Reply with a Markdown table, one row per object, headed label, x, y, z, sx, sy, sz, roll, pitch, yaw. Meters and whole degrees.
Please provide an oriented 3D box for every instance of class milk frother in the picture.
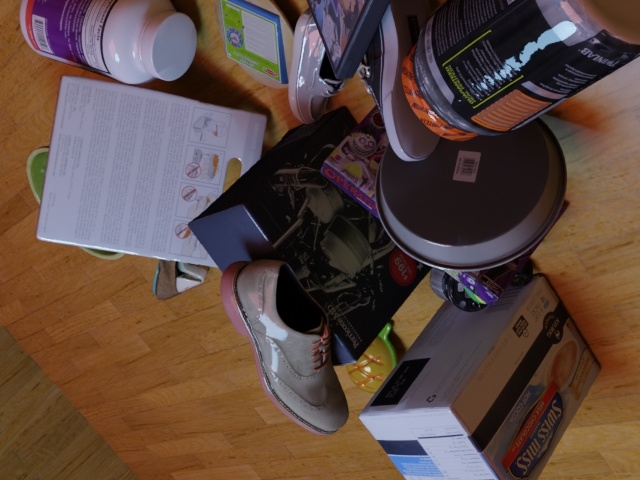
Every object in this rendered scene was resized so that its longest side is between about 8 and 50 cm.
| label | x | y | z | sx | sy | sz | roll | pitch | yaw |
| --- | --- | --- | --- | --- | --- | --- | --- | --- | --- |
| milk frother | 0.283 | 0.062 | 1.831 | 0.143 | 0.129 | 0.135 | 16 | -176 | -9 |

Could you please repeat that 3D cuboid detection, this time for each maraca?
| label | x | y | z | sx | sy | sz | roll | pitch | yaw |
| --- | --- | --- | --- | --- | --- | --- | --- | --- | --- |
| maraca | 0.106 | 0.234 | 2.177 | 0.127 | 0.099 | 0.186 | 6 | 105 | 34 |

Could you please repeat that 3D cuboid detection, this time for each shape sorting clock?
| label | x | y | z | sx | sy | sz | roll | pitch | yaw |
| --- | --- | --- | --- | --- | --- | --- | --- | --- | --- |
| shape sorting clock | -0.109 | -0.359 | 1.815 | 0.206 | 0.040 | 0.206 | 32 | 143 | 29 |

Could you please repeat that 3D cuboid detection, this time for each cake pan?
| label | x | y | z | sx | sy | sz | roll | pitch | yaw |
| --- | --- | --- | --- | --- | --- | --- | --- | --- | --- |
| cake pan | 0.219 | -0.099 | 1.554 | 0.293 | 0.293 | 0.054 | 25 | 167 | 25 |

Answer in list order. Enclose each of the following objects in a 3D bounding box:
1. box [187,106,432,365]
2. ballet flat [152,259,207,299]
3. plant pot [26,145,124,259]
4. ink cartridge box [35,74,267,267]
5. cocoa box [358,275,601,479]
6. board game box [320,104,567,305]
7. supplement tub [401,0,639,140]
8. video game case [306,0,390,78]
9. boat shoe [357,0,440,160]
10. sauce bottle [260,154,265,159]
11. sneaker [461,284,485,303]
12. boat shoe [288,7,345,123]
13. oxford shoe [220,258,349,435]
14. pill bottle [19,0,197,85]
| label | x | y | z | sx | sy | sz | roll | pitch | yaw |
| --- | --- | --- | --- | --- | --- | --- | --- | --- | --- |
| box | 0.000 | 0.000 | 1.846 | 0.179 | 0.312 | 0.343 | -15 | 116 | 50 |
| ballet flat | -0.320 | 0.036 | 2.394 | 0.124 | 0.116 | 0.342 | 16 | 136 | 5 |
| plant pot | -0.420 | -0.143 | 2.159 | 0.276 | 0.254 | 0.276 | 26 | 140 | 24 |
| ink cartridge box | -0.317 | -0.125 | 1.950 | 0.385 | 0.308 | 0.091 | 10 | -177 | -12 |
| cocoa box | 0.285 | 0.265 | 1.811 | 0.231 | 0.347 | 0.228 | -15 | 116 | 50 |
| board game box | 0.198 | -0.081 | 1.660 | 0.347 | 0.208 | 0.056 | 38 | 154 | 7 |
| supplement tub | 0.271 | -0.272 | 1.386 | 0.207 | 0.207 | 0.338 | 49 | 143 | -8 |
| video game case | 0.038 | -0.417 | 1.499 | 0.275 | 0.035 | 0.248 | 119 | 138 | -54 |
| boat shoe | 0.107 | -0.267 | 1.559 | 0.105 | 0.113 | 0.306 | -9 | 92 | 54 |
| sauce bottle | -0.122 | -0.025 | 2.113 | 0.111 | 0.111 | 0.344 | 32 | 142 | 15 |
| sneaker | 0.217 | -0.009 | 1.746 | 0.295 | 0.109 | 0.123 | 60 | 146 | 29 |
| boat shoe | 0.000 | -0.282 | 1.756 | 0.081 | 0.079 | 0.227 | 30 | 140 | 25 |
| oxford shoe | -0.033 | 0.182 | 1.697 | 0.130 | 0.123 | 0.348 | -11 | 119 | 41 |
| pill bottle | -0.392 | -0.397 | 1.932 | 0.323 | 0.181 | 0.181 | 21 | 139 | 28 |
